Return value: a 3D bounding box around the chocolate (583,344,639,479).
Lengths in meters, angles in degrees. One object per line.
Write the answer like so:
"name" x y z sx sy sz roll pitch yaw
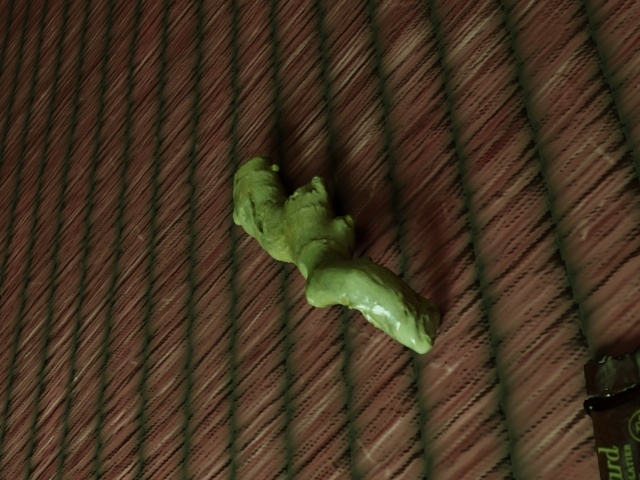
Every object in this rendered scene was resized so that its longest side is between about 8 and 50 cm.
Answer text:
"chocolate" 0.186 0.142 0.433 0.086 0.028 0.182 -19 59 39

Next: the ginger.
"ginger" 0.000 0.000 0.659 0.089 0.075 0.288 -53 39 1
